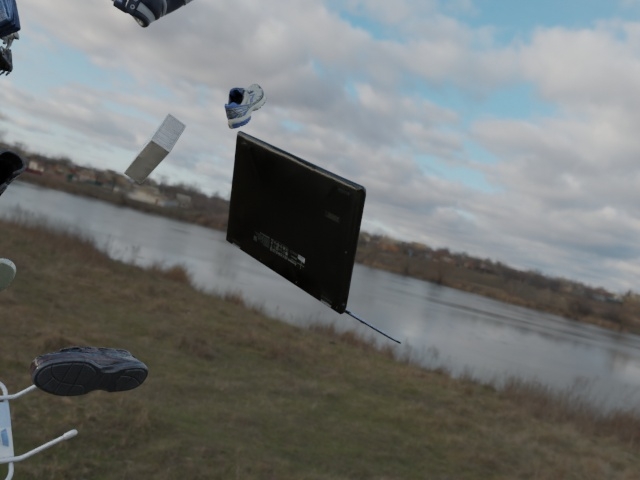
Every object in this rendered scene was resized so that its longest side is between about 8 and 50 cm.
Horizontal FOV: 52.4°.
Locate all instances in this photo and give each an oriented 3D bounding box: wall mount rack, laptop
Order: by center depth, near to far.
[{"bbox_3d":[0.000,0.000,1.422,0.236,0.408,0.382,-14,32,-42],"label":"laptop"},{"bbox_3d":[-0.839,0.483,1.756,0.304,0.130,0.350,1,44,-32],"label":"wall mount rack"}]

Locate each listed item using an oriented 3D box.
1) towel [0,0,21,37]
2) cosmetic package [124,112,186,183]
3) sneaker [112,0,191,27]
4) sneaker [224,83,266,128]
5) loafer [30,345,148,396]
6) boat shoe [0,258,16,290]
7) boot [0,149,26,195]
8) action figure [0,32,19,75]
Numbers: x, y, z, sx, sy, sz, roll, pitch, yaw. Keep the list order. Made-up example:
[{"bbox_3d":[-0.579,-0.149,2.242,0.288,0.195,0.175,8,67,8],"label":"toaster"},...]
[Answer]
[{"bbox_3d":[-0.475,-0.352,0.934,0.067,0.119,0.029,-18,-5,14],"label":"towel"},{"bbox_3d":[-0.444,-0.240,1.734,0.060,0.099,0.239,37,-32,-18],"label":"cosmetic package"},{"bbox_3d":[-0.349,-0.531,1.216,0.099,0.153,0.282,41,-15,33],"label":"sneaker"},{"bbox_3d":[-0.145,-0.271,1.240,0.052,0.135,0.058,-6,-52,23],"label":"sneaker"},{"bbox_3d":[-0.544,0.295,1.515,0.095,0.109,0.302,43,14,34],"label":"loafer"},{"bbox_3d":[-0.818,0.094,1.572,0.079,0.227,0.081,45,24,-32],"label":"boat shoe"},{"bbox_3d":[-0.778,-0.050,1.373,0.223,0.338,0.118,-24,-52,39],"label":"boot"},{"bbox_3d":[-0.758,-0.490,1.466,0.164,0.141,0.276,7,-39,-17],"label":"action figure"}]
